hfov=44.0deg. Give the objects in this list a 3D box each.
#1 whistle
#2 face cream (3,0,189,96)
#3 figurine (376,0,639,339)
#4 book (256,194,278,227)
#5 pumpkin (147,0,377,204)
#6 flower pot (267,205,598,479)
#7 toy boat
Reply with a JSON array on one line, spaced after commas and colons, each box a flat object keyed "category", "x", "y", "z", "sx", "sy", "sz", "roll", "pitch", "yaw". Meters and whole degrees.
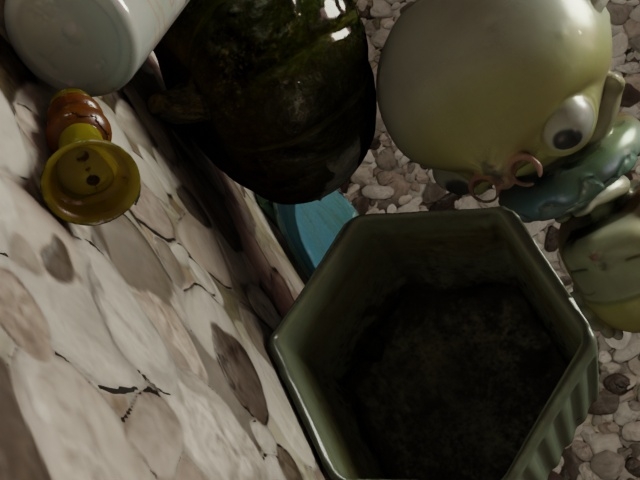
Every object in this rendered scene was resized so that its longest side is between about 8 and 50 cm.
[{"category": "whistle", "x": -0.118, "y": -0.046, "z": 0.418, "sx": 0.057, "sy": 0.046, "sz": 0.109, "roll": 38, "pitch": 10, "yaw": -31}, {"category": "face cream", "x": -0.115, "y": -0.195, "z": 0.534, "sx": 0.082, "sy": 0.082, "sz": 0.269, "roll": 55, "pitch": 31, "yaw": -30}, {"category": "figurine", "x": 0.232, "y": -0.077, "z": 0.706, "sx": 0.394, "sy": 0.227, "sz": 0.274, "roll": 52, "pitch": 48, "yaw": -12}, {"category": "book", "x": -0.052, "y": -0.040, "z": 1.035, "sx": 0.135, "sy": 0.017, "sz": 0.103, "roll": 52, "pitch": 11, "yaw": -45}, {"category": "pumpkin", "x": -0.070, "y": -0.152, "z": 0.721, "sx": 0.260, "sy": 0.189, "sz": 0.260, "roll": 46, "pitch": -20, "yaw": 22}, {"category": "flower pot", "x": 0.099, "y": 0.104, "z": 0.642, "sx": 0.189, "sy": 0.240, "sz": 0.209, "roll": 50, "pitch": 40, "yaw": -62}, {"category": "toy boat", "x": 0.000, "y": 0.000, "z": 0.979, "sx": 0.215, "sy": 0.088, "sz": 0.102, "roll": 61, "pitch": -17, "yaw": -9}]
